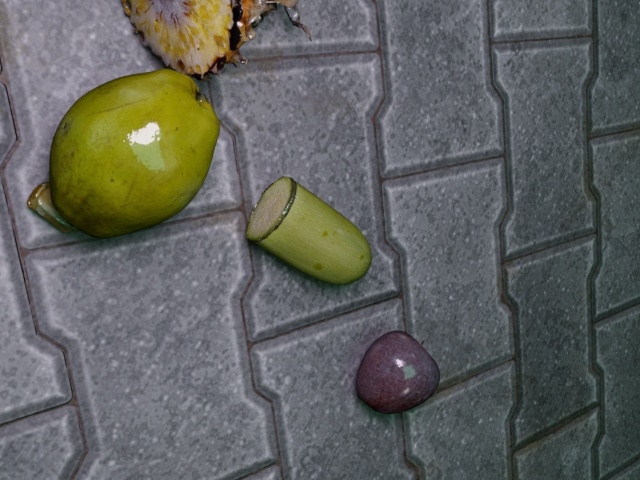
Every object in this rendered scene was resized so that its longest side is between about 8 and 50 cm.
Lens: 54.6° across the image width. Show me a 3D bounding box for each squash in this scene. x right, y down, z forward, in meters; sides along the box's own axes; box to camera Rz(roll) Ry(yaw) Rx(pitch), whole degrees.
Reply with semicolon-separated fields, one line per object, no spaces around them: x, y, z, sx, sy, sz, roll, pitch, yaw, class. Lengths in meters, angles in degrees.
0.000;0.000;1.111;0.247;0.132;0.133;32;80;-31;squash

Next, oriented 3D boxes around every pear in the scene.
-0.265;-0.121;0.881;0.269;0.212;0.212;-44;118;-1;pear

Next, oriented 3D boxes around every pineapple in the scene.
-0.124;-0.401;0.944;0.271;0.262;0.263;-38;116;-43;pineapple

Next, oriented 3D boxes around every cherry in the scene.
0.152;0.267;1.240;0.176;0.140;0.176;-15;120;-28;cherry

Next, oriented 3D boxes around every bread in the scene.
-0.388;-0.046;0.918;0.088;0.033;0.049;43;60;-33;bread
